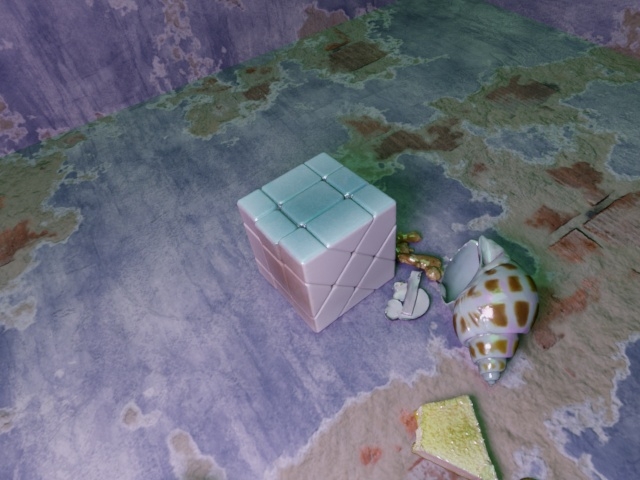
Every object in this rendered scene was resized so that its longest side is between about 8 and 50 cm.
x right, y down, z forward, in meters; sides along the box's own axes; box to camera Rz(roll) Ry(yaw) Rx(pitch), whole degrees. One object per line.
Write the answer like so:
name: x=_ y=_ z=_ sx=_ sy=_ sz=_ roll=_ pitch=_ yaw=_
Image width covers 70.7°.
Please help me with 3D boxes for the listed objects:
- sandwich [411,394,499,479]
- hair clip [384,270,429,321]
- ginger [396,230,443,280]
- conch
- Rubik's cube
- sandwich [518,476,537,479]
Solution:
sandwich: x=0.286 y=0.461 z=1.013 sx=0.162 sy=0.058 sz=0.193 roll=-12 pitch=50 yaw=0
hair clip: x=0.252 y=0.165 z=1.282 sx=0.115 sy=0.049 sz=0.172 roll=8 pitch=53 yaw=21
ginger: x=0.282 y=0.047 z=1.380 sx=0.176 sy=0.053 sz=0.193 roll=1 pitch=42 yaw=9
conch: x=0.426 y=0.167 z=1.157 sx=0.249 sy=0.197 sz=0.368 roll=-11 pitch=35 yaw=45
Rubik's cube: x=0.000 y=0.000 z=1.283 sx=0.321 sy=0.319 sz=0.316 roll=-34 pitch=52 yaw=-21
sandwich: x=0.381 y=0.559 z=0.888 sx=0.244 sy=0.089 sz=0.090 roll=-34 pitch=49 yaw=-19
